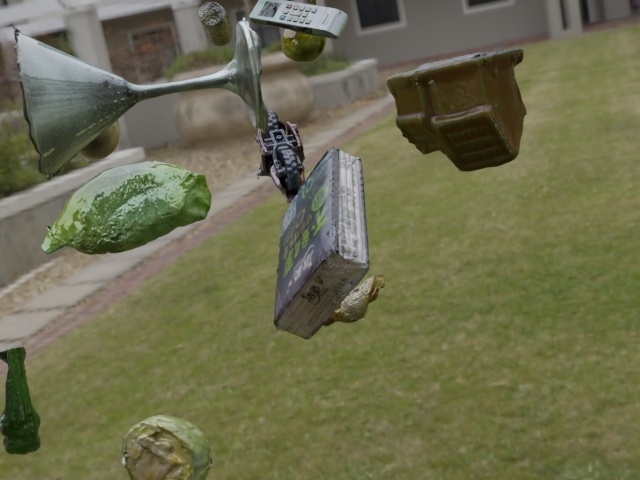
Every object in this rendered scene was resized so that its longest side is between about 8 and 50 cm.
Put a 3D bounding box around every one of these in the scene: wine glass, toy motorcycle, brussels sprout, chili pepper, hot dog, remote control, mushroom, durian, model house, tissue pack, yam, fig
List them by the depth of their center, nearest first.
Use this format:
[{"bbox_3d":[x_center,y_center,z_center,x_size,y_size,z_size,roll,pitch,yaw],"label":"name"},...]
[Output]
[{"bbox_3d":[-0.175,-0.150,0.906,0.232,0.156,0.156,-11,12,-10],"label":"wine glass"},{"bbox_3d":[0.000,0.000,1.283,0.073,0.173,0.235,22,38,-19],"label":"tissue pack"},{"bbox_3d":[-0.284,-0.050,1.323,0.250,0.101,0.139,-10,32,6],"label":"durian"},{"bbox_3d":[-0.063,-0.131,1.511,0.084,0.118,0.212,-9,35,-10],"label":"toy motorcycle"},{"bbox_3d":[-0.253,0.359,1.530,0.149,0.152,0.122,-17,8,16],"label":"brussels sprout"},{"bbox_3d":[-0.039,-0.390,1.595,0.166,0.029,0.065,13,56,15],"label":"remote control"},{"bbox_3d":[-0.202,-0.417,1.743,0.054,0.054,0.132,-11,-6,0],"label":"yam"},{"bbox_3d":[-0.011,-0.418,1.757,0.166,0.093,0.093,-51,-5,24],"label":"fig"},{"bbox_3d":[0.063,0.128,1.767,0.169,0.061,0.078,-28,-14,-11],"label":"hot dog"},{"bbox_3d":[-0.468,-0.239,1.784,0.127,0.166,0.166,-16,13,-4],"label":"mushroom"},{"bbox_3d":[0.296,-0.262,1.884,0.268,0.239,0.173,-10,5,27],"label":"model house"},{"bbox_3d":[-0.657,0.348,1.955,0.083,0.253,0.099,-9,13,-31],"label":"chili pepper"}]
